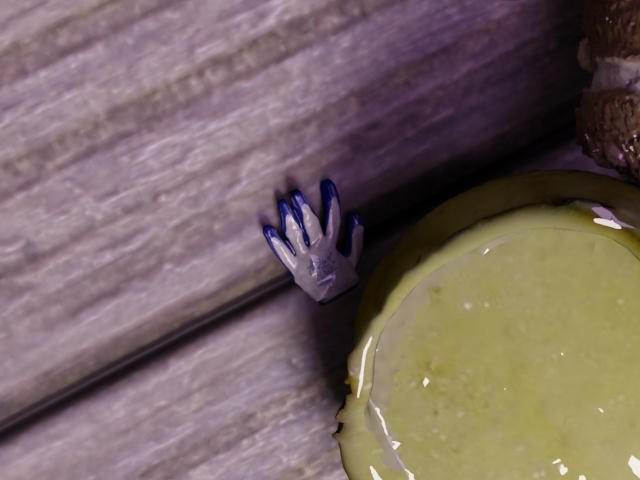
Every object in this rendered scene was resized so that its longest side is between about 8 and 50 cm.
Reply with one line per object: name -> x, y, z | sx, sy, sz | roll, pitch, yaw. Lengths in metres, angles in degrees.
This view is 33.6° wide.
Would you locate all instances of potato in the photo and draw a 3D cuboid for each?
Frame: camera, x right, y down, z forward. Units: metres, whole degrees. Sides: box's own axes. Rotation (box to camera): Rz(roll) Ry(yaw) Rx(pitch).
potato -> 0.170, 0.061, 0.724 | 0.330, 0.212, 0.280 | -26, 109, 25

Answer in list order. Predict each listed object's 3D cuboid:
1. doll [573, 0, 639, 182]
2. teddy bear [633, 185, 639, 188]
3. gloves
doll -> 0.222, -0.140, 0.678 | 0.105, 0.115, 0.221 | 10, 75, -11
teddy bear -> 0.300, -0.092, 0.749 | 0.133, 0.111, 0.213 | 10, 105, -18
gloves -> 0.000, 0.000, 0.727 | 0.064, 0.026, 0.086 | -34, 112, -6
